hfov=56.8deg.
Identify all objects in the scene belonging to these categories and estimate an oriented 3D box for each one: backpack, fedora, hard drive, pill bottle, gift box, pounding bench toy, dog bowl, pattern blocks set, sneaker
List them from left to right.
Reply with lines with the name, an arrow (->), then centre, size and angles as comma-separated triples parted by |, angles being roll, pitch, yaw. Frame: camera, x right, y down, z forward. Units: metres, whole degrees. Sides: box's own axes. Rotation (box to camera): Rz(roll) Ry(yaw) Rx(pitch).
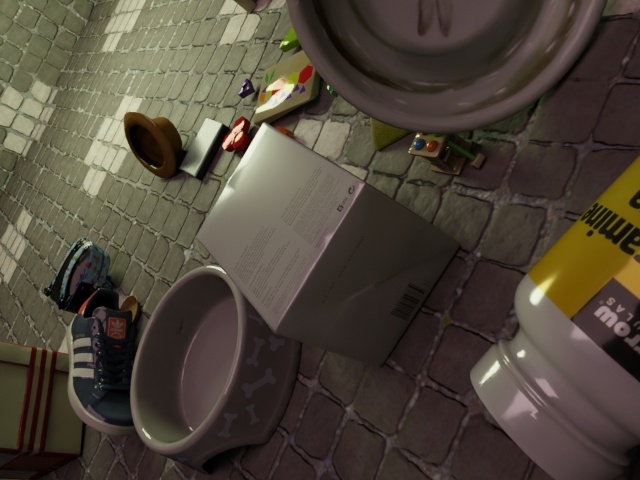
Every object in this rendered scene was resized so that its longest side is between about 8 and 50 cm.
gift box -> -0.692, 0.371, 1.311 | 0.276, 0.255, 0.258 | -29, 52, 29
backpack -> -0.573, 0.086, 1.444 | 0.158, 0.116, 0.173 | 16, 81, 50
sneaker -> -0.422, 0.224, 1.179 | 0.148, 0.131, 0.350 | -59, 44, 15
fedora -> -0.395, -0.243, 1.439 | 0.194, 0.194, 0.079 | 4, 35, 48
hard drive -> -0.267, -0.210, 1.352 | 0.094, 0.022, 0.135 | 29, 91, 50
dog bowl -> -0.189, 0.198, 0.978 | 0.348, 0.102, 0.349 | -24, 54, 37
pattern blocks set -> -0.065, -0.308, 1.185 | 0.324, 0.026, 0.286 | -1, 69, 47
pounding bench toy -> 0.172, -0.125, 0.795 | 0.083, 0.065, 0.052 | 20, 84, 50
pill bottle -> 0.287, 0.042, 0.481 | 0.334, 0.187, 0.188 | -51, 41, 14

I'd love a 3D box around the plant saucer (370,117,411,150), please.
plant saucer -> 0.140, -0.262, 0.923 | 0.188, 0.045, 0.188 | -26, 52, 36

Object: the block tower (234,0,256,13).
block tower -> -0.225, -0.713, 1.535 | 0.097, 0.091, 0.336 | -45, 43, 21

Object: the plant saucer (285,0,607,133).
plant saucer -> 0.151, -0.339, 0.732 | 0.400, 0.400, 0.100 | -52, 13, 13

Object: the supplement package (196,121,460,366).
supplement package -> 0.000, 0.000, 0.807 | 0.199, 0.198, 0.262 | -58, 40, 6

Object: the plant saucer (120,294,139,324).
plant saucer -> -0.426, 0.164, 1.321 | 0.083, 0.015, 0.084 | -24, 54, 37
